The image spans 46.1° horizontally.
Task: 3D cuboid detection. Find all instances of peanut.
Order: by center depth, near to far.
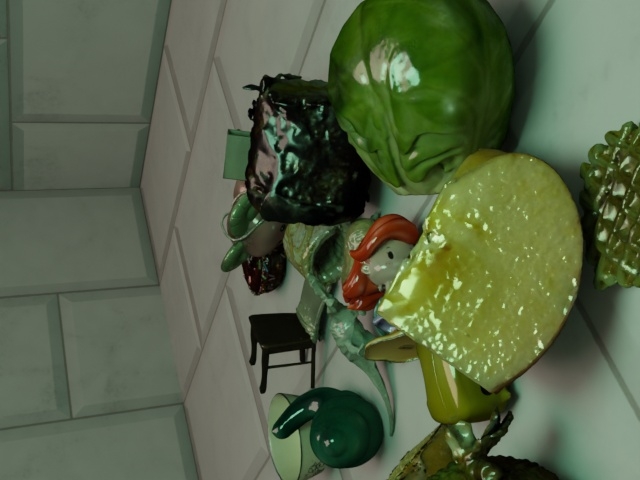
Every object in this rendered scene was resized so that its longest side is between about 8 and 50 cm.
[{"bbox_3d":[0.096,0.056,1.629,0.090,0.099,0.214,-55,-26,-64],"label":"peanut"}]

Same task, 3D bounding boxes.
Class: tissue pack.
[{"bbox_3d":[0.242,0.218,1.270,0.127,0.123,0.178,-36,59,58],"label":"tissue pack"}]

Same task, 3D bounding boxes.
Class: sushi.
[{"bbox_3d":[-0.022,-0.202,1.615,0.299,0.281,0.294,-125,37,-69],"label":"sushi"}]

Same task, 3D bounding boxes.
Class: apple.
[{"bbox_3d":[0.241,0.033,1.105,0.309,0.252,0.314,-56,21,2],"label":"apple"}]

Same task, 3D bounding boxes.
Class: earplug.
[{"bbox_3d":[0.015,0.420,1.706,0.280,0.257,0.164,18,-94,-84],"label":"earplug"}]

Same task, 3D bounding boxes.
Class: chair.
[{"bbox_3d":[-0.082,0.220,1.946,0.160,0.186,0.319,-122,34,-59],"label":"chair"}]

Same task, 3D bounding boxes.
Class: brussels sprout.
[{"bbox_3d":[0.167,-0.231,1.202,0.289,0.281,0.354,9,121,43],"label":"brussels sprout"}]

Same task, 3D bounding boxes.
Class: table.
[{"bbox_3d":[-0.123,-0.220,1.928,0.111,0.240,0.121,-96,15,-61],"label":"table"}]

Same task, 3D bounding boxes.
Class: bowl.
[{"bbox_3d":[-0.042,0.508,1.956,0.238,0.126,0.237,176,90,-67],"label":"bowl"}]

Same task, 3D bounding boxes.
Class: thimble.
[{"bbox_3d":[0.000,0.000,1.781,0.143,0.137,0.190,50,126,53],"label":"thimble"}]

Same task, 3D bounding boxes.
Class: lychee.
[{"bbox_3d":[0.258,0.436,1.112,0.320,0.270,0.270,61,172,-33],"label":"lychee"}]

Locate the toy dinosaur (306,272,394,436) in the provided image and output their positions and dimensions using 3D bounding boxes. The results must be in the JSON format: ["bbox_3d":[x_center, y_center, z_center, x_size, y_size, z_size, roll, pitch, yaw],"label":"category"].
[{"bbox_3d":[0.095,0.241,1.607,0.393,0.092,0.205,61,161,-17],"label":"toy dinosaur"}]

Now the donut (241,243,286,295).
[{"bbox_3d":[-0.170,0.049,2.233,0.235,0.089,0.235,177,90,-65],"label":"donut"}]

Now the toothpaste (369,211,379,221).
[{"bbox_3d":[0.108,-0.011,1.674,0.140,0.021,0.037,106,149,-41],"label":"toothpaste"}]

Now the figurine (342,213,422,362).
[{"bbox_3d":[0.131,0.098,1.459,0.208,0.181,0.257,70,-170,-61],"label":"figurine"}]

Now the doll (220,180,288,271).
[{"bbox_3d":[-0.188,-0.062,2.027,0.216,0.268,0.284,31,135,15],"label":"doll"}]

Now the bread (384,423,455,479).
[{"bbox_3d":[0.242,0.533,1.393,0.315,0.279,0.248,36,143,5],"label":"bread"}]

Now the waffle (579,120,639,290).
[{"bbox_3d":[0.403,-0.046,0.952,0.208,0.054,0.214,141,127,-67],"label":"waffle"}]
